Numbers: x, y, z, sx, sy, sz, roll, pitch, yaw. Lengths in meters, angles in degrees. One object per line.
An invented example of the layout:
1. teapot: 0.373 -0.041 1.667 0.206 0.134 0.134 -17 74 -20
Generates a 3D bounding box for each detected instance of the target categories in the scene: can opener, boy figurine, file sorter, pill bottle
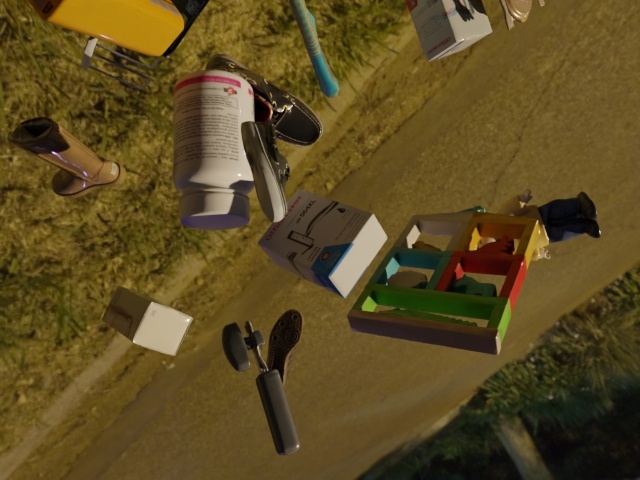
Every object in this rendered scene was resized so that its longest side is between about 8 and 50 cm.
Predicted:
1. can opener: -0.129 0.301 1.056 0.095 0.283 0.076 -14 161 -17
2. boy figurine: 0.457 -0.028 1.153 0.285 0.092 0.177 -15 115 12
3. file sorter: -0.499 -0.565 1.368 0.173 0.193 0.278 21 87 -27
4. pill bottle: -0.210 -0.172 1.019 0.160 0.283 0.160 -3 167 -1

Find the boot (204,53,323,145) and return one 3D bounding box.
1. boot: -0.152 -0.353 1.378 0.377 0.284 0.138 35 106 -17

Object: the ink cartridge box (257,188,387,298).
1. ink cartridge box: 0.000 0.000 0.994 0.148 0.203 0.086 -55 138 -16

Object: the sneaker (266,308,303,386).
1. sneaker: -0.085 0.240 1.140 0.071 0.066 0.188 52 57 -85

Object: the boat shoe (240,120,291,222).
1. boat shoe: -0.055 -0.083 0.576 0.040 0.142 0.049 -10 148 -17

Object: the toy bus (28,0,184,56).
1. toy bus: -0.382 -0.413 0.855 0.108 0.130 0.332 -38 173 20

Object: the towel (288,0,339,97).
1. towel: -0.047 -0.496 1.030 0.040 0.271 0.370 -19 151 6

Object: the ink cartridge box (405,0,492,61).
1. ink cartridge box: 0.321 -0.569 1.301 0.127 0.176 0.128 -23 -174 -22

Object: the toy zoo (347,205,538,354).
1. toy zoo: 0.184 0.031 0.718 0.293 0.192 0.030 -49 132 -43

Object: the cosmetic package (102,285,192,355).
1. cosmetic package: -0.547 0.245 1.612 0.153 0.296 0.129 31 75 -36

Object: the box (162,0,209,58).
1. box: -0.315 -0.627 1.069 0.395 0.097 0.318 -53 162 2

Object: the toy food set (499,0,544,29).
1. toy food set: 0.475 -0.599 1.268 0.192 0.132 0.038 -39 -159 -31

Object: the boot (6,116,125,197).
1. boot: -0.662 -0.206 1.292 0.236 0.089 0.269 -12 161 15
